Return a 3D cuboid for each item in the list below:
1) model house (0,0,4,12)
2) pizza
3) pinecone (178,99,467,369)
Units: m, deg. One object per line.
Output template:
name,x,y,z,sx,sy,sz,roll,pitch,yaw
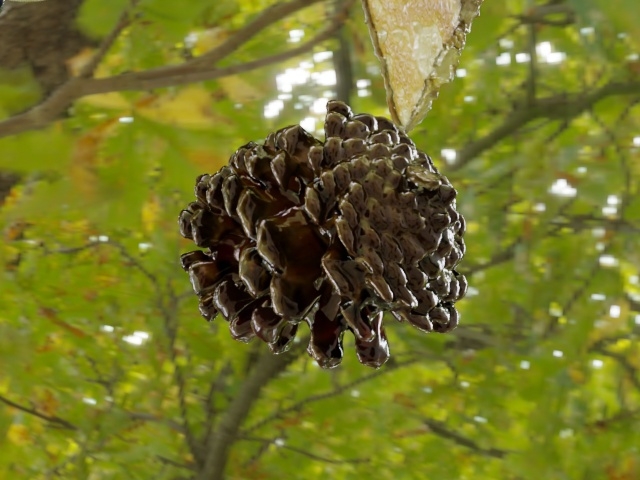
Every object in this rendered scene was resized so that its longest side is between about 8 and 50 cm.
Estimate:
model house,-0.136,-0.131,0.371,0.170,0.194,0.211,16,-122,-18
pizza,0.047,-0.106,0.803,0.026,0.123,0.108,-7,-65,-27
pinecone,-0.001,-0.004,0.598,0.102,0.109,0.102,-19,-68,-58
